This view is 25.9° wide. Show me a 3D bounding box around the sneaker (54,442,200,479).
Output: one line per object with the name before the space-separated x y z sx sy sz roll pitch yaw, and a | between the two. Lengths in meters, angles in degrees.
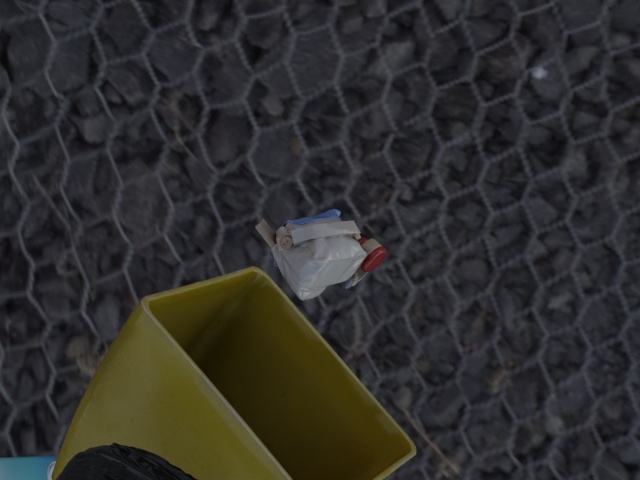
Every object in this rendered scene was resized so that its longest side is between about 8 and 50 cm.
sneaker | -0.076 0.240 0.413 0.169 0.447 0.257 33 97 -15

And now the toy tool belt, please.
toy tool belt | 0.000 0.000 0.835 0.051 0.083 0.052 46 121 20

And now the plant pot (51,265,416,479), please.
plant pot | -0.084 0.172 1.122 0.212 0.212 0.187 48 111 11

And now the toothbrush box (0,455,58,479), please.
toothbrush box | -0.327 0.302 1.185 0.126 0.295 0.216 -21 72 29
